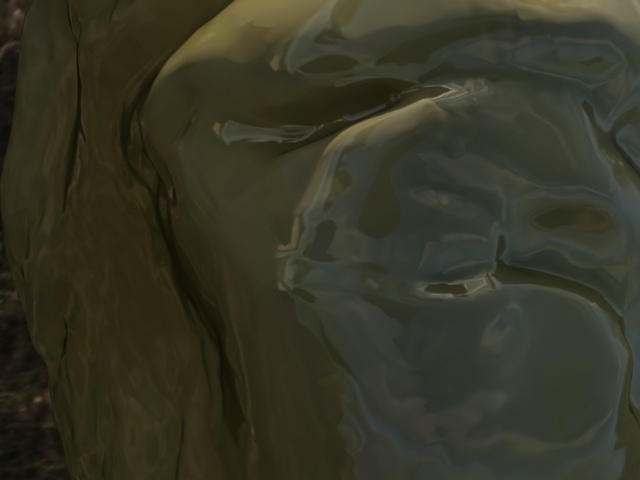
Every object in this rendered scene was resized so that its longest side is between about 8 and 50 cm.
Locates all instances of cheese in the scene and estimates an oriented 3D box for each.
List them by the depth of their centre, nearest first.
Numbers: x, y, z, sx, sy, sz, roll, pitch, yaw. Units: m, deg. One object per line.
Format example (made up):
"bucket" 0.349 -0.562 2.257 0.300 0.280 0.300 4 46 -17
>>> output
"cheese" 0.000 0.000 0.418 0.117 0.226 0.214 -4 35 -20
